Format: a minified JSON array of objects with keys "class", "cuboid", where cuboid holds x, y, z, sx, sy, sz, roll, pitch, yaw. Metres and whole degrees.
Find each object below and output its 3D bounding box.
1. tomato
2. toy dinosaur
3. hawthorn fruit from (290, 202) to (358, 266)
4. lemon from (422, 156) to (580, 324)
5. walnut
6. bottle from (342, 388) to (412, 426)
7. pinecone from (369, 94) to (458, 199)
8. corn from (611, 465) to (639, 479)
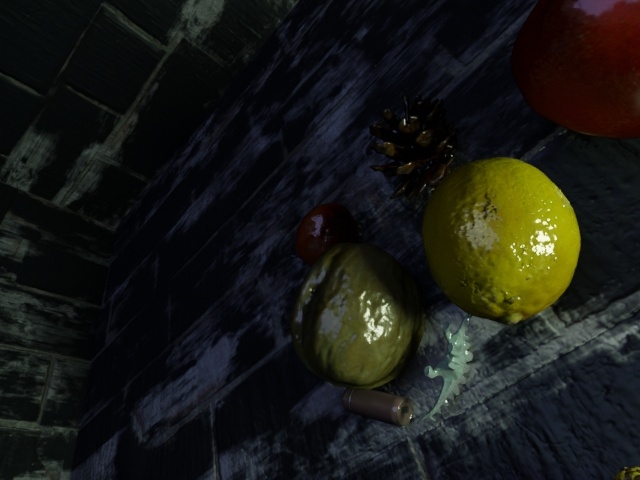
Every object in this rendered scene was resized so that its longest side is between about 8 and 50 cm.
[{"class":"tomato","cuboid":[0.458,-0.318,0.606,0.293,0.290,0.325,44,106,24]},{"class":"toy dinosaur","cuboid":[0.218,0.222,0.705,0.039,0.082,0.208,22,86,56]},{"class":"hawthorn fruit","cuboid":[0.000,0.000,1.036,0.194,0.157,0.156,-33,45,27]},{"class":"lemon","cuboid":[0.279,-0.006,0.665,0.236,0.236,0.263,-39,62,26]},{"class":"walnut","cuboid":[0.073,0.144,0.803,0.227,0.283,0.282,146,146,-77]},{"class":"bottle","cuboid":[0.105,0.314,0.796,0.140,0.053,0.053,-6,62,46]},{"class":"pinecone","cuboid":[0.200,-0.211,0.917,0.203,0.201,0.228,-18,28,25]},{"class":"corn","cuboid":[0.396,0.332,0.360,0.101,0.102,0.310,-54,12,8]}]
